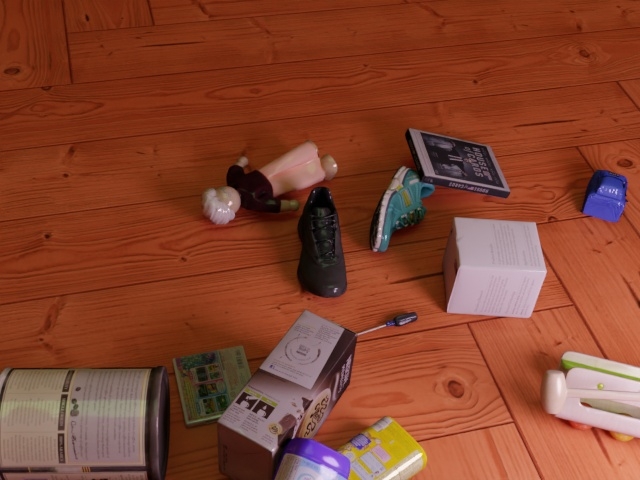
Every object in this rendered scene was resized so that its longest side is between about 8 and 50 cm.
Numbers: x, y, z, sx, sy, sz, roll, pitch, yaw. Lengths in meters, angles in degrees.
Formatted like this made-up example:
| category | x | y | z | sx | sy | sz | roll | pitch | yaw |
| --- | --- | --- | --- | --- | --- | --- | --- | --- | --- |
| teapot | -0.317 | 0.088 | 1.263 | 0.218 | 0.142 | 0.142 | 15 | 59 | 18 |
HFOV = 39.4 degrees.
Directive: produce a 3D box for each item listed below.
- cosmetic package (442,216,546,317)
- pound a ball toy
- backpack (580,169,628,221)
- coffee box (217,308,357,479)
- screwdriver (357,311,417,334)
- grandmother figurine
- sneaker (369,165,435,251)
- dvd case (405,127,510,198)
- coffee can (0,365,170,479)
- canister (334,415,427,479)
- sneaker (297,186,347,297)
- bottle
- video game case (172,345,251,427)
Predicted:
| category | x | y | z | sx | sy | sz | roll | pitch | yaw |
| --- | --- | --- | --- | --- | --- | --- | --- | --- | --- |
| cosmetic package | 0.364 | 0.058 | 1.905 | 0.183 | 0.151 | 0.151 | 4 | 45 | -1 |
| pound a ball toy | 0.553 | 0.315 | 1.656 | 0.319 | 0.136 | 0.208 | 13 | 10 | 8 |
| backpack | 0.690 | -0.117 | 2.143 | 0.098 | 0.101 | 0.120 | 22 | 44 | 7 |
| coffee box | -0.057 | 0.293 | 1.629 | 0.119 | 0.168 | 0.297 | 24 | 49 | 18 |
| screwdriver | 0.124 | 0.178 | 1.857 | 0.170 | 0.025 | 0.024 | -13 | 48 | -18 |
| grandmother figurine | -0.137 | -0.134 | 2.094 | 0.342 | 0.104 | 0.208 | -29 | 45 | -32 |
| sneaker | 0.188 | -0.072 | 2.059 | 0.110 | 0.107 | 0.275 | 25 | 48 | 7 |
| dvd case | 0.333 | -0.188 | 2.183 | 0.238 | 0.030 | 0.179 | 8 | 43 | -21 |
| coffee can | -0.408 | 0.319 | 1.549 | 0.275 | 0.201 | 0.201 | 1 | 45 | -4 |
| canister | 0.091 | 0.403 | 1.599 | 0.170 | 0.073 | 0.126 | -28 | 53 | -30 |
| sneaker | 0.000 | 0.000 | 1.949 | 0.109 | 0.130 | 0.286 | -3 | 47 | -11 |
| bottle | -0.047 | 0.469 | 1.456 | 0.118 | 0.092 | 0.283 | 32 | 67 | -21 |
| video game case | -0.203 | 0.280 | 1.734 | 0.143 | 0.019 | 0.157 | -10 | 48 | -13 |
